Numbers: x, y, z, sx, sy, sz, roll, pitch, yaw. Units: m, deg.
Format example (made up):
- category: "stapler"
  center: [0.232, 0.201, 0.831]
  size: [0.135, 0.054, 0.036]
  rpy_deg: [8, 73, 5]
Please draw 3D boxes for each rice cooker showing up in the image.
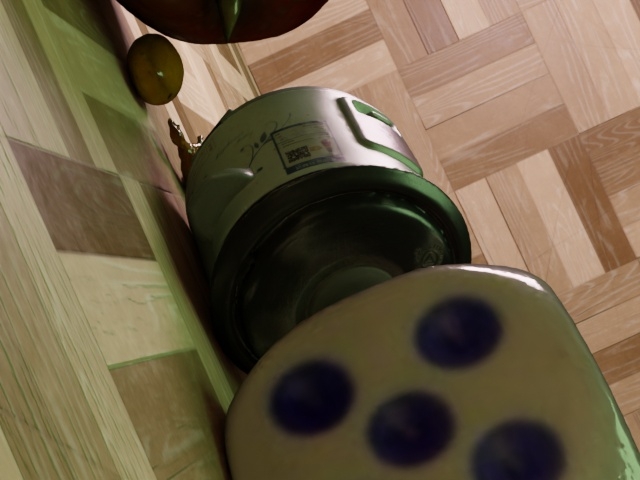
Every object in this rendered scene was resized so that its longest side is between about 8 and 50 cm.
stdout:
- category: "rice cooker"
  center: [0.000, 0.000, 1.468]
  size: [0.317, 0.264, 0.316]
  rpy_deg: [37, 17, -13]

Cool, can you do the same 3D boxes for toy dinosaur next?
- category: "toy dinosaur"
  center: [-0.133, -0.053, 1.647]
  size: [0.126, 0.039, 0.162]
  rpy_deg: [48, 25, -76]

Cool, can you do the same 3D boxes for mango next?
- category: "mango"
  center: [-0.183, -0.189, 1.623]
  size: [0.114, 0.057, 0.079]
  rpy_deg: [-90, 162, -74]

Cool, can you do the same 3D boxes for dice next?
- category: "dice"
  center: [0.113, 0.223, 1.220]
  size: [0.277, 0.304, 0.304]
  rpy_deg: [61, 6, -46]

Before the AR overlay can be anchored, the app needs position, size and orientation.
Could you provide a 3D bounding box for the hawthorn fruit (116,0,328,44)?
- category: "hawthorn fruit"
  center: [-0.114, -0.389, 1.646]
  size: [0.403, 0.403, 0.402]
  rpy_deg: [-25, 90, -86]
